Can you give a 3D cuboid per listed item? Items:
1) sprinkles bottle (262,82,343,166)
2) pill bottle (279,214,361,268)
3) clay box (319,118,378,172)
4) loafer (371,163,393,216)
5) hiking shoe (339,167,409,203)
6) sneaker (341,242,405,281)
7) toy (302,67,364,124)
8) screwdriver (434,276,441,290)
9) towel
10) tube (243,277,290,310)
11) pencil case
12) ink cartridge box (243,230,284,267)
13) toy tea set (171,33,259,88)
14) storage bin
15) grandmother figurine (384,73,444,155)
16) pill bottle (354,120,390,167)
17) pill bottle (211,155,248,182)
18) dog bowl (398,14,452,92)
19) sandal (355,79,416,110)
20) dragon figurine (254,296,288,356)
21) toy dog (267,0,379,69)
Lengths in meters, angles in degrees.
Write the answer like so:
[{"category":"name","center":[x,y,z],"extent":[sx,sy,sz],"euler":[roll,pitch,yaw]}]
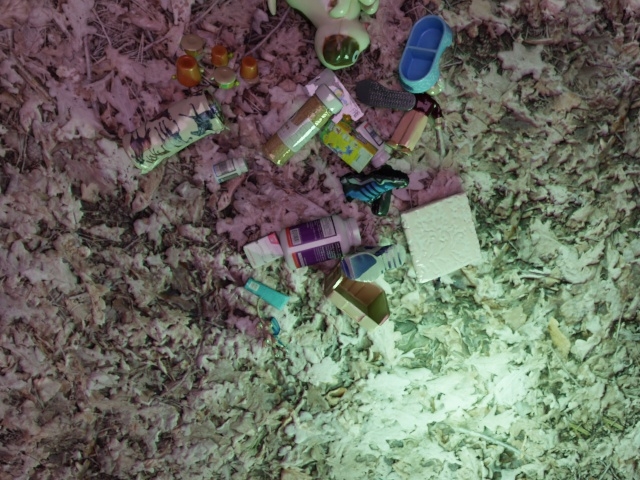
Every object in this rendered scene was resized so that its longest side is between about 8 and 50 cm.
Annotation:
[{"category":"sprinkles bottle","center":[-0.073,-0.454,1.696],"extent":[0.355,0.121,0.121],"euler":[-42,100,17]},{"category":"pill bottle","center":[0.000,0.000,1.790],"extent":[0.322,0.181,0.182],"euler":[-14,101,0]},{"category":"clay box","center":[0.111,-0.387,1.710],"extent":[0.222,0.127,0.053],"euler":[41,55,0]},{"category":"loafer","center":[0.273,-0.212,1.823],"extent":[0.078,0.076,0.223],"euler":[7,94,-41]},{"category":"hiking shoe","center":[0.228,-0.221,1.760],"extent":[0.304,0.113,0.132],"euler":[4,118,34]},{"category":"sneaker","center":[0.194,0.093,1.801],"extent":[0.315,0.182,0.128],"euler":[-14,95,-37]},{"category":"toy","center":[0.053,-0.566,1.744],"extent":[0.137,0.056,0.237],"euler":[-38,94,7]},{"category":"screwdriver","center":[0.545,0.148,1.931],"extent":[0.024,0.025,0.170],"euler":[14,91,-5]},{"category":"towel","center":[0.523,-0.017,1.851],"extent":[0.317,0.053,0.332],"euler":[-20,104,-9]},{"category":"tube","center":[-0.241,0.236,1.895],"extent":[0.207,0.052,0.080],"euler":[32,106,-13]},{"category":"pencil case","center":[-0.576,-0.429,1.690],"extent":[0.410,0.160,0.184],"euler":[-30,80,3]},{"category":"ink cartridge box","center":[-0.243,0.040,1.846],"extent":[0.150,0.063,0.109],"euler":[-23,101,2]},{"category":"toy tea set","center":[-0.414,-0.672,1.692],"extent":[0.336,0.124,0.200],"euler":[18,67,-3]},{"category":"storage bin","center":[0.150,0.227,1.801],"extent":[0.262,0.260,0.123],"euler":[39,105,-9]},{"category":"grandmother figurine","center":[0.408,-0.522,1.749],"extent":[0.207,0.104,0.342],"euler":[24,100,-7]},{"category":"pill bottle","center":[0.202,-0.393,1.760],"extent":[0.108,0.108,0.180],"euler":[-40,100,5]},{"category":"pill bottle","center":[-0.375,-0.297,1.767],"extent":[0.137,0.078,0.078],"euler":[-19,101,1]},{"category":"dog bowl","center":[0.406,-0.740,1.677],"extent":[0.166,0.074,0.297],"euler":[22,95,24]},{"category":"sandal","center":[0.263,-0.584,1.739],"extent":[0.254,0.054,0.097],"euler":[22,109,11]},{"category":"dragon figurine","center":[-0.231,0.397,1.903],"extent":[0.085,0.144,0.289],"euler":[-25,83,2]},{"category":"toy dog","center":[0.032,-0.850,1.580],"extent":[0.395,0.284,0.408],"euler":[-24,103,3]}]
